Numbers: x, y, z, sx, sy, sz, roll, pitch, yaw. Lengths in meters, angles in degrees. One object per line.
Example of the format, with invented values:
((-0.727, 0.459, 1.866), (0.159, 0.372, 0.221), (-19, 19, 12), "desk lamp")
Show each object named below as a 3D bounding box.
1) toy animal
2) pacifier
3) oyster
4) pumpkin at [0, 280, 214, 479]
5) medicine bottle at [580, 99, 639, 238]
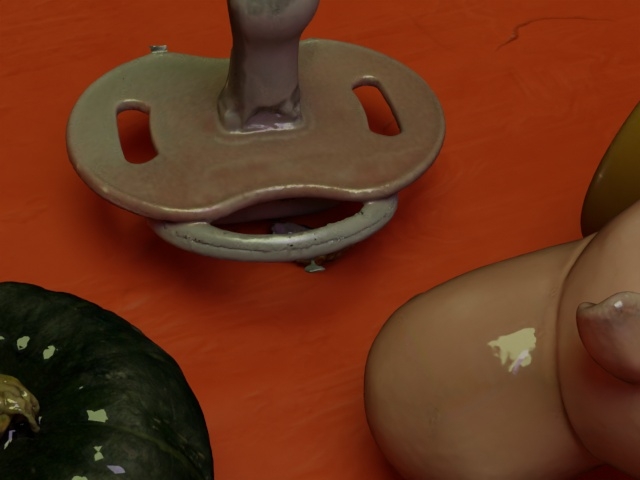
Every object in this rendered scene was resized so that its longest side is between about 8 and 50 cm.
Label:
((0.186, 0.085, 0.767), (0.326, 0.237, 0.269), (-27, 23, 8), "toy animal")
((-0.053, -0.119, 0.967), (0.332, 0.273, 0.220), (-7, 7, -11), "pacifier")
((0.000, 0.002, 0.984), (0.093, 0.034, 0.051), (1, 33, 11), "oyster")
((-0.217, 0.161, 0.717), (0.300, 0.207, 0.300), (2, 50, -3), "pumpkin")
((0.370, -0.026, 0.898), (0.238, 0.238, 0.232), (-34, 61, -28), "medicine bottle")
